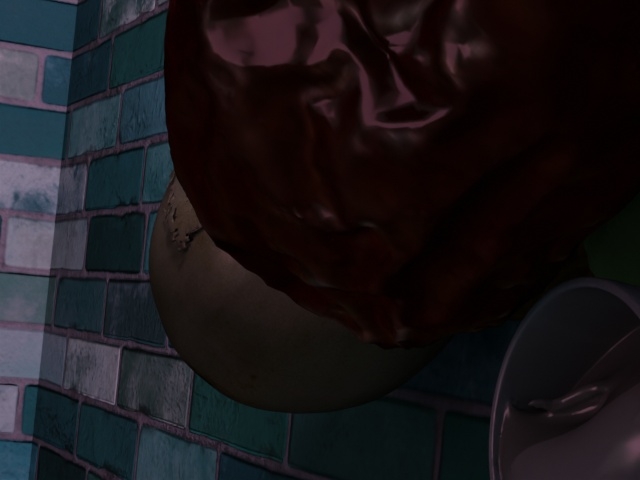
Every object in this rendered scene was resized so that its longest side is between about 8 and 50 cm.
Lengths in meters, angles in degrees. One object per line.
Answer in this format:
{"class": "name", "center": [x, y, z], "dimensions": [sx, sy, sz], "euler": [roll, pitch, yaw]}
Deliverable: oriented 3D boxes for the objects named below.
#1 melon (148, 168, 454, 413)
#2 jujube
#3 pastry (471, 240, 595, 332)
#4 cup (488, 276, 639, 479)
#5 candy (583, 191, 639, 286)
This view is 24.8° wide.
{"class": "melon", "center": [0.000, 0.000, 1.206], "dimensions": [0.330, 0.268, 0.268], "euler": [-41, 47, 47]}
{"class": "jujube", "center": [0.060, -0.105, 0.750], "dimensions": [0.377, 0.276, 0.276], "euler": [127, 142, -50]}
{"class": "pastry", "center": [0.156, -0.025, 1.002], "dimensions": [0.189, 0.103, 0.188], "euler": [-172, 90, -87]}
{"class": "cup", "center": [0.217, 0.134, 0.750], "dimensions": [0.167, 0.202, 0.221], "euler": [128, 141, -50]}
{"class": "candy", "center": [0.277, -0.061, 0.774], "dimensions": [0.132, 0.142, 0.343], "euler": [54, 145, 7]}
